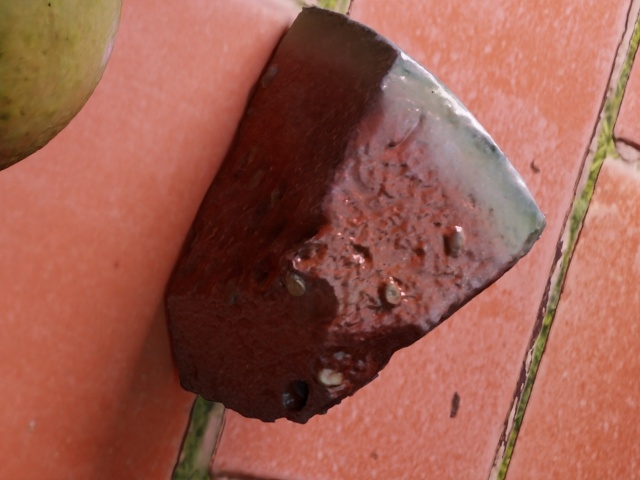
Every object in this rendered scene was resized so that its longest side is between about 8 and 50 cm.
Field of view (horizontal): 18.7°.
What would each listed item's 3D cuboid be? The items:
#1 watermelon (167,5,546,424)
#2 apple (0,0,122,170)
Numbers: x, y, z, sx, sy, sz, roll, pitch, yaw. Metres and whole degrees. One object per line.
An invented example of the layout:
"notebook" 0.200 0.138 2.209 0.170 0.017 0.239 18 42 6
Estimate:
"watermelon" 0.000 0.000 1.238 0.256 0.193 0.140 -51 133 -5
"apple" -0.169 -0.163 1.040 0.193 0.120 0.265 -38 129 -41
